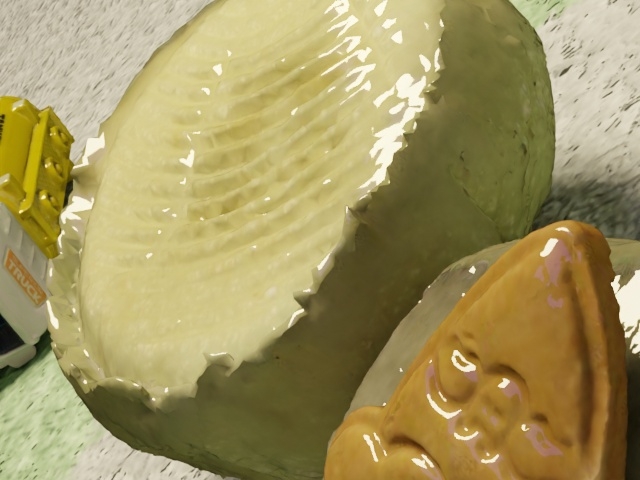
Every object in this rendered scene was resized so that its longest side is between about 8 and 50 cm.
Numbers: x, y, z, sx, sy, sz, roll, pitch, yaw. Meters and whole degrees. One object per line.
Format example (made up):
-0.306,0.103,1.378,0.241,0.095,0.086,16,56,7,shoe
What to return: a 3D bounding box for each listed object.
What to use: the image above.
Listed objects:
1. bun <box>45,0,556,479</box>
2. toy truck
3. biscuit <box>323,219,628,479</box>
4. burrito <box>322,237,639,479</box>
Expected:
0.000,0.000,0.855,0.259,0.152,0.259,-30,42,32,bun
-0.218,-0.005,1.230,0.114,0.098,0.227,-27,29,14,toy truck
0.045,0.110,0.630,0.162,0.035,0.250,31,110,44,biscuit
0.129,0.064,0.639,0.299,0.105,0.143,-1,54,52,burrito
